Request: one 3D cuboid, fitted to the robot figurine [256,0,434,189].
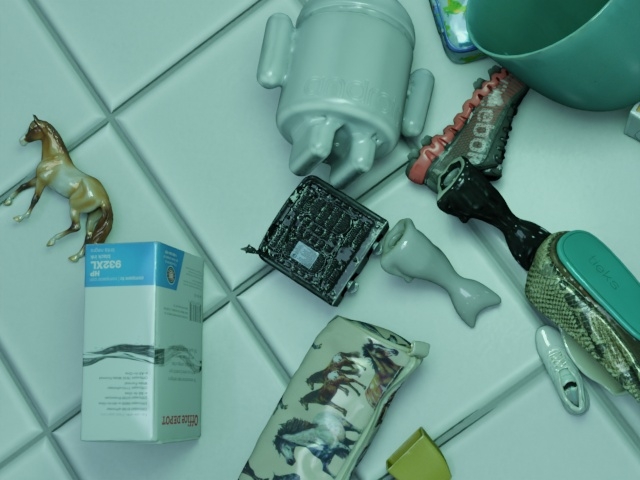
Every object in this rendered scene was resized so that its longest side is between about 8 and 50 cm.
[{"bbox_3d":[0.044,-0.264,1.675,0.300,0.200,0.353,18,68,-20],"label":"robot figurine"}]

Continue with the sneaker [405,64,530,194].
[{"bbox_3d":[0.269,-0.173,1.687,0.135,0.097,0.276,42,93,14],"label":"sneaker"}]

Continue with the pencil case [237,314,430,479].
[{"bbox_3d":[0.009,0.306,1.629,0.184,0.160,0.410,28,87,31],"label":"pencil case"}]

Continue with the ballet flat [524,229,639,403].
[{"bbox_3d":[0.489,0.188,1.535,0.164,0.182,0.483,-25,60,-34],"label":"ballet flat"}]

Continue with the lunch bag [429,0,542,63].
[{"bbox_3d":[0.268,-0.419,1.731,0.176,0.090,0.218,-14,80,5],"label":"lunch bag"}]

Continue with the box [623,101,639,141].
[{"bbox_3d":[0.643,-0.230,1.610,0.231,0.127,0.262,34,89,16],"label":"box"}]

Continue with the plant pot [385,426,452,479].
[{"bbox_3d":[0.161,0.356,1.638,0.083,0.081,0.081,44,92,2],"label":"plant pot"}]

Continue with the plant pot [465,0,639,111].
[{"bbox_3d":[0.404,-0.332,1.556,0.293,0.235,0.293,-28,45,32],"label":"plant pot"}]

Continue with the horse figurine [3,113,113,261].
[{"bbox_3d":[-0.451,-0.078,1.831,0.263,0.066,0.174,38,96,16],"label":"horse figurine"}]

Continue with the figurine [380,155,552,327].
[{"bbox_3d":[0.233,0.013,1.639,0.209,0.092,0.215,37,105,-14],"label":"figurine"}]

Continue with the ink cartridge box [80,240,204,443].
[{"bbox_3d":[-0.282,0.169,1.677,0.129,0.223,0.307,-2,81,11],"label":"ink cartridge box"}]

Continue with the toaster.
[{"bbox_3d":[0.000,0.000,1.706,0.186,0.110,0.168,32,88,14],"label":"toaster"}]

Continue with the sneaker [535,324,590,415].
[{"bbox_3d":[0.381,0.200,1.626,0.054,0.061,0.152,-25,76,8],"label":"sneaker"}]
